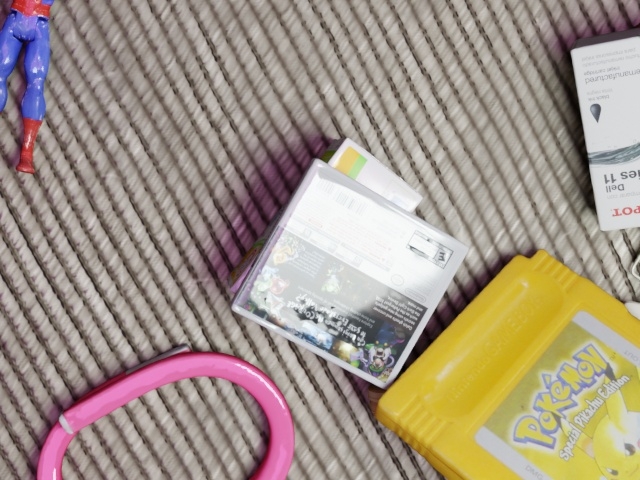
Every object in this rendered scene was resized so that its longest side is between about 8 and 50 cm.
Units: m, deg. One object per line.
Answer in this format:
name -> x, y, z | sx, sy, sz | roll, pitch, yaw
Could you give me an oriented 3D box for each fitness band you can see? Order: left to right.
fitness band -> -0.170, 0.240, 1.102 | 0.291, 0.054, 0.209 | -27, 96, -3

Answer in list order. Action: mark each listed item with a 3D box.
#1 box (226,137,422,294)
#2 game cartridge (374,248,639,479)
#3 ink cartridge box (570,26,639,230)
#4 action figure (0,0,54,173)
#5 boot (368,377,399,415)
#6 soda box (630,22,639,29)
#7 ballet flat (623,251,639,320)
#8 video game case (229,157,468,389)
box -> 0.000, 0.000, 1.076 | 0.103, 0.114, 0.203 | 38, 90, -8
game cartridge -> 0.266, 0.182, 1.034 | 0.324, 0.052, 0.285 | 38, 60, 17
ink cartridge box -> 0.364, -0.125, 1.082 | 0.153, 0.087, 0.208 | -8, 106, 21
action figure -> -0.307, -0.214, 1.023 | 0.092, 0.139, 0.280 | 12, 89, -8
boot -> 0.172, 0.261, 1.124 | 0.262, 0.095, 0.203 | 7, 94, -9
soda box -> 0.411, -0.177, 1.139 | 0.053, 0.060, 0.169 | -35, 95, -4
ballet flat -> 0.392, 0.064, 1.152 | 0.077, 0.077, 0.231 | 16, 89, 14
video game case -> 0.031, 0.036, 1.015 | 0.190, 0.022, 0.173 | 29, 91, -16
